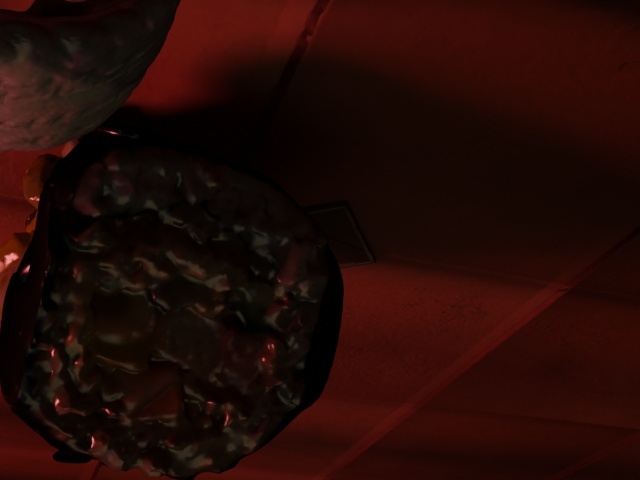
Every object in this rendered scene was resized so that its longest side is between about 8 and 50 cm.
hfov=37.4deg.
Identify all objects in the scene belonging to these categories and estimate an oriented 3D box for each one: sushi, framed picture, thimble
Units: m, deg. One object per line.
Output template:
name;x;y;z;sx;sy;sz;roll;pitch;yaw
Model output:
sushi;-0.170;0.049;0.983;0.328;0.328;0.285;7;-173;-23
framed picture;0.000;0.000;1.180;0.109;0.011;0.149;-8;150;14
thimble;-0.232;-0.177;0.674;0.250;0.205;0.172;-3;161;-30
